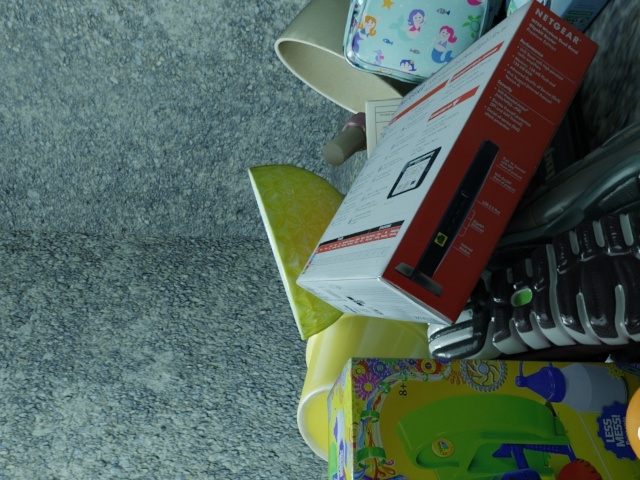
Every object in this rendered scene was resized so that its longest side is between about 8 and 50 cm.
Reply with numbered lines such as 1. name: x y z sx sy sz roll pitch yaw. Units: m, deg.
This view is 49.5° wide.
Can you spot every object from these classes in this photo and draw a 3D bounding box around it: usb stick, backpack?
1. usb stick: 0.263 -0.081 0.751 0.077 0.045 0.278 108 164 -65
2. backpack: 0.155 -0.354 1.004 0.191 0.225 0.253 -70 -4 -66

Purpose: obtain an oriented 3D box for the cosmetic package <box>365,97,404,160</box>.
1. cosmetic package: 0.156 -0.054 1.031 0.113 0.160 0.309 -28 -64 -76

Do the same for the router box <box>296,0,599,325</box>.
1. router box: 0.113 -0.063 0.764 0.301 0.082 0.335 -60 10 -10

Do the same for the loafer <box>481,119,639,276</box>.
1. loafer: 0.232 -0.021 0.644 0.267 0.096 0.084 -41 25 50

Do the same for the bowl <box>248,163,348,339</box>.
1. bowl: 0.000 0.000 1.110 0.289 0.156 0.289 163 90 -85

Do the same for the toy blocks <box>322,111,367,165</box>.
1. toy blocks: 0.155 -0.058 1.275 0.260 0.309 0.289 -43 -19 -47

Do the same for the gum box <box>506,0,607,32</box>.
1. gum box: 0.268 -0.296 0.804 0.184 0.041 0.157 108 163 -73

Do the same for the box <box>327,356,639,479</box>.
1. box: 0.150 0.261 0.576 0.177 0.279 0.290 104 167 -66

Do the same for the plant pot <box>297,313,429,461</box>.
1. plant pot: 0.076 0.237 1.148 0.239 0.254 0.254 -50 -30 -58

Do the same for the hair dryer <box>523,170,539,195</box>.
1. hair dryer: 0.249 -0.040 0.891 0.223 0.080 0.294 71 -160 -57

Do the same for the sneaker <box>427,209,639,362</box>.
1. sneaker: 0.246 0.067 0.617 0.281 0.162 0.106 -21 52 45

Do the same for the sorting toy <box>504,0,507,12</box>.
1. sorting toy: 0.269 -0.327 0.956 0.062 0.012 0.083 -94 8 -66

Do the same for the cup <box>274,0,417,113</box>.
1. cup: 0.109 -0.396 1.350 0.237 0.331 0.331 -62 5 -3

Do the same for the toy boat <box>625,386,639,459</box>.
1. toy boat: 0.238 0.102 0.372 0.231 0.151 0.151 98 173 -45

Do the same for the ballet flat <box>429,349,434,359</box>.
1. ballet flat: 0.212 0.213 1.009 0.096 0.095 0.280 -112 12 -48
